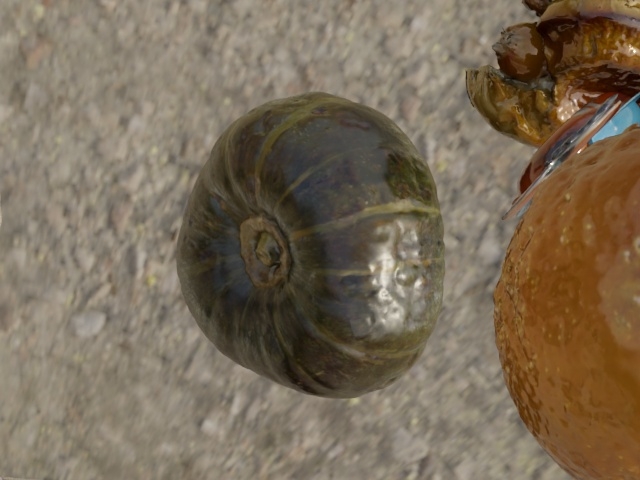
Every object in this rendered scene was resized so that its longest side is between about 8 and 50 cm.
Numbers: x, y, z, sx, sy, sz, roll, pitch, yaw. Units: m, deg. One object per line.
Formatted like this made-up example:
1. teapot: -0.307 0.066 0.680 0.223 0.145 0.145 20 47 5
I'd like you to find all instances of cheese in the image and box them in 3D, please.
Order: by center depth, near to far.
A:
1. cheese: 0.143 -0.049 0.942 0.037 0.256 0.106 44 101 7

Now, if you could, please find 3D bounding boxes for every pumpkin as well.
1. pumpkin: 0.000 0.000 1.181 0.162 0.219 0.219 -8 69 -41

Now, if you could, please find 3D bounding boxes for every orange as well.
1. orange: 0.165 0.039 0.674 0.193 0.193 0.161 21 65 -6

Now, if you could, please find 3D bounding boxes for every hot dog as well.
1. hot dog: 0.265 -0.116 1.167 0.349 0.158 0.117 10 53 -31

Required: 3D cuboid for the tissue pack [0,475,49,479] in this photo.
1. tissue pack: -0.142 0.252 1.162 0.170 0.325 0.071 -52 58 14
